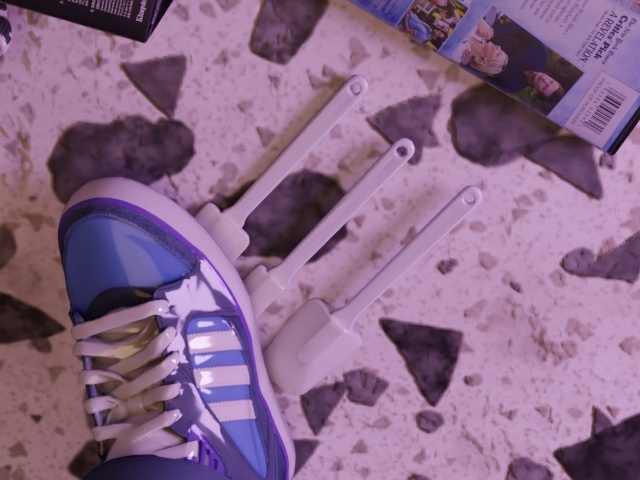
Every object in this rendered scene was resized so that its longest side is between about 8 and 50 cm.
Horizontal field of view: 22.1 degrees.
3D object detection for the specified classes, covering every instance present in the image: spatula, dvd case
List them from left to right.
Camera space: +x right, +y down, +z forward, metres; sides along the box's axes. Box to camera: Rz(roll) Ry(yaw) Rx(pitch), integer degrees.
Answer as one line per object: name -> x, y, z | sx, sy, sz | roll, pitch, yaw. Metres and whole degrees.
spatula -> 0.000, 0.000, 1.262 | 0.168, 0.019, 0.242 | 43, 112, -7
dvd case -> 0.151, -0.194, 1.151 | 0.253, 0.022, 0.180 | 30, 114, -7

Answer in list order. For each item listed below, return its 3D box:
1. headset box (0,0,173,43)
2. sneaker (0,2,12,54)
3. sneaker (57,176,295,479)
headset box -> -0.224, -0.285, 1.104 | 0.293, 0.110, 0.218 | 15, 115, -1
sneaker -> -0.304, -0.177, 1.200 | 0.170, 0.068, 0.071 | 30, 130, 2
sneaker -> -0.128, 0.138, 1.210 | 0.130, 0.236, 0.323 | -14, 115, 24
